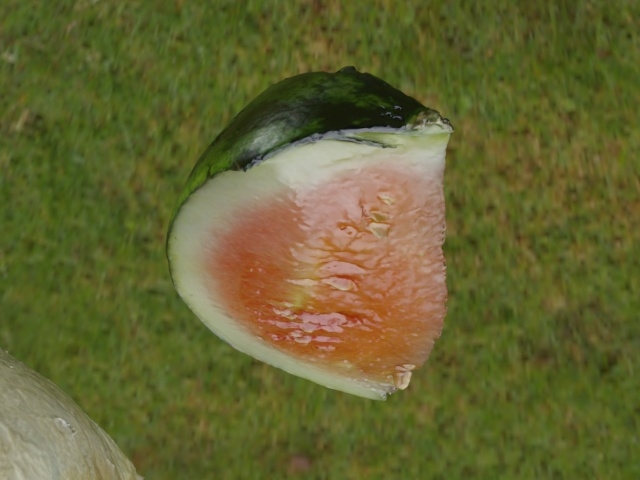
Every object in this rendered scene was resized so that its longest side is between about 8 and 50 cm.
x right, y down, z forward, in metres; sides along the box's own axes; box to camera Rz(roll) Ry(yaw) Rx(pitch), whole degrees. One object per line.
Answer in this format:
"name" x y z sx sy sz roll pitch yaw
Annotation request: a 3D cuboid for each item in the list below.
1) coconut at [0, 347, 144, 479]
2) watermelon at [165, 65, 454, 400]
"coconut" -0.304 0.234 1.329 0.360 0.346 0.346 39 117 5
"watermelon" -0.001 0.005 0.749 0.119 0.063 0.245 25 150 9
